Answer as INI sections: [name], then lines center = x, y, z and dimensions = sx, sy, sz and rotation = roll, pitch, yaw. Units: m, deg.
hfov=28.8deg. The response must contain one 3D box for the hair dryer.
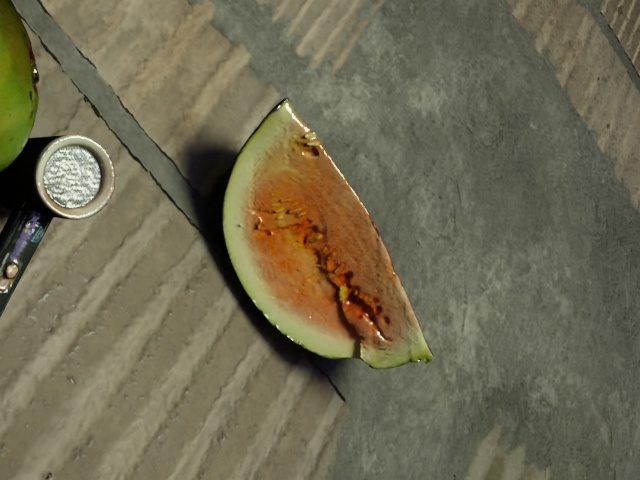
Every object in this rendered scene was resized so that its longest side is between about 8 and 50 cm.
[hair dryer]
center = -0.272, 0.025, 1.032
dimensions = 0.070, 0.128, 0.255
rotation = 34, 76, -31

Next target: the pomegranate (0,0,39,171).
[pomegranate]
center = -0.325, -0.123, 0.965
dimensions = 0.209, 0.180, 0.180
rotation = -4, 80, -17

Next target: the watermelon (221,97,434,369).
[watermelon]
center = -0.025, 0.013, 1.267
dimensions = 0.128, 0.159, 0.303
rotation = -33, 105, -17
